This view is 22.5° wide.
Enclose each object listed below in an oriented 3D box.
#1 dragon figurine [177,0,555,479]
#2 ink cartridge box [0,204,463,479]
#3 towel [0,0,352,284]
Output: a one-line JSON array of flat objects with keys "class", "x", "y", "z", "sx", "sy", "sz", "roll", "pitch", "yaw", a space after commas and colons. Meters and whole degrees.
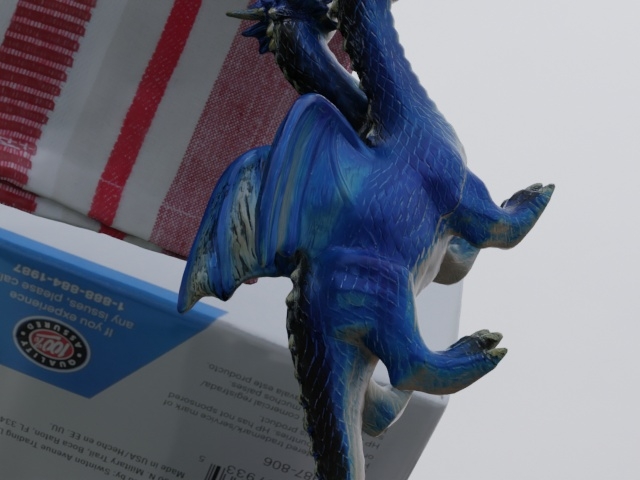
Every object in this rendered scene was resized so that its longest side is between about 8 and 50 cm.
[{"class": "dragon figurine", "x": 0.000, "y": 0.000, "z": 0.627, "sx": 0.144, "sy": 0.289, "sz": 0.085, "roll": 33, "pitch": -31, "yaw": -15}, {"class": "ink cartridge box", "x": -0.111, "y": 0.141, "z": 1.054, "sx": 0.285, "sy": 0.166, "sz": 0.395, "roll": 21, "pitch": -53, "yaw": -4}, {"class": "towel", "x": -0.133, "y": -0.129, "z": 0.741, "sx": 0.329, "sy": 0.237, "sz": 0.037, "roll": 18, "pitch": 17, "yaw": -18}]
